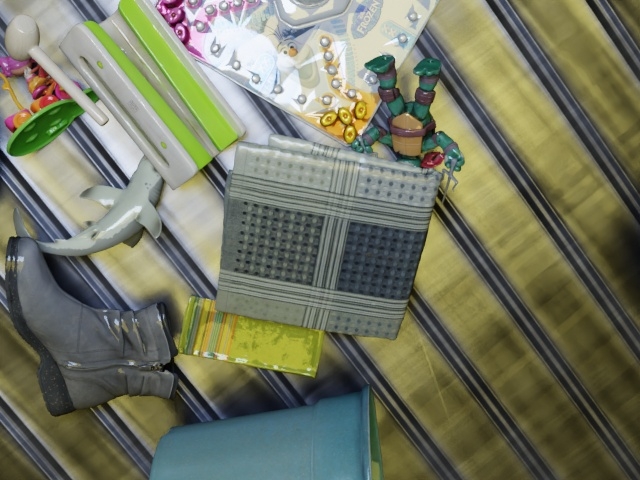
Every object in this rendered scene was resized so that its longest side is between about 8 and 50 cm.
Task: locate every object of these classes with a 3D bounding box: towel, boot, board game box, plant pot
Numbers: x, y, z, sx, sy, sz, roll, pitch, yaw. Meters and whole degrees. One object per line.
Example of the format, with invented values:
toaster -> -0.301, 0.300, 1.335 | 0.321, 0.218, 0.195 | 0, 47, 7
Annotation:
towel -> 0.000, 0.000, 1.285 | 0.324, 0.056, 0.312 | 10, 117, -3
towel -> -0.114, 0.163, 1.360 | 0.237, 0.021, 0.102 | 11, 98, -5
boot -> -0.349, 0.121, 1.278 | 0.222, 0.118, 0.338 | -10, 124, -3
board game box -> -0.017, -0.407, 1.271 | 0.390, 0.050, 0.390 | 29, 96, -7
plant pot -> -0.071, 0.407, 1.261 | 0.334, 0.341, 0.341 | -5, 98, 7

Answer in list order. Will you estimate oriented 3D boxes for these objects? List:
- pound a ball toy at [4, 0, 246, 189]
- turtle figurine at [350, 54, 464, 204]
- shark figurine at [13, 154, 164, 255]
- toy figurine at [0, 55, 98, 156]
pound a ball toy -> -0.298, -0.218, 1.215 | 0.319, 0.135, 0.208 | 52, 57, -11
turtle figurine -> 0.135, -0.170, 1.272 | 0.175, 0.118, 0.234 | -2, 123, 7
shark figurine -> -0.343, -0.013, 1.289 | 0.278, 0.116, 0.166 | -29, 65, -7
toy figurine -> -0.458, -0.243, 1.250 | 0.173, 0.130, 0.159 | -39, 89, -19
